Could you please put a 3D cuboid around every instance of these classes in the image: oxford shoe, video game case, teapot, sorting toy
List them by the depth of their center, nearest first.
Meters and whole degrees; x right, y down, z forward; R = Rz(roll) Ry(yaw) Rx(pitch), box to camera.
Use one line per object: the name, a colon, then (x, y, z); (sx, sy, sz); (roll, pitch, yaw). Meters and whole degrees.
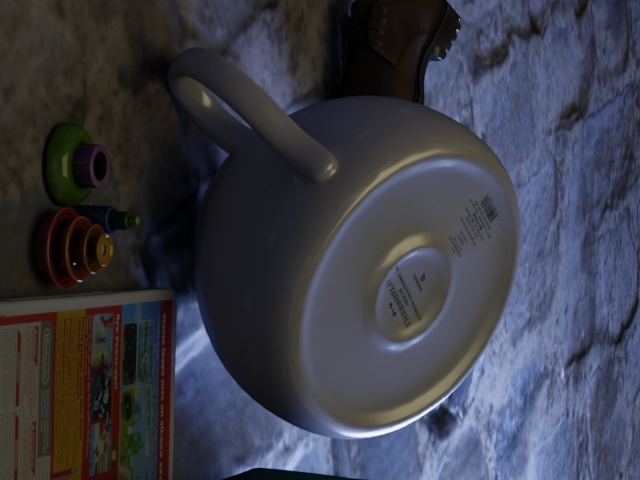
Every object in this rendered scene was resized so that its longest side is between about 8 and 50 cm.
video game case: (-0.155, 0.133, 1.130); (0.285, 0.025, 0.204); (-1, 93, -70)
sorting toy: (-0.136, -0.019, 1.142); (0.061, 0.042, 0.102); (39, 55, -65)
teapot: (0.000, 0.000, 1.330); (0.253, 0.187, 0.256); (-4, 115, -43)
oxford shoe: (0.041, -0.147, 1.588); (0.096, 0.083, 0.227); (54, 39, -30)

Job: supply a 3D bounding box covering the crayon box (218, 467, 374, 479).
crayon box: (-0.055, 0.345, 1.252); (0.313, 0.106, 0.362); (4, 90, -77)
